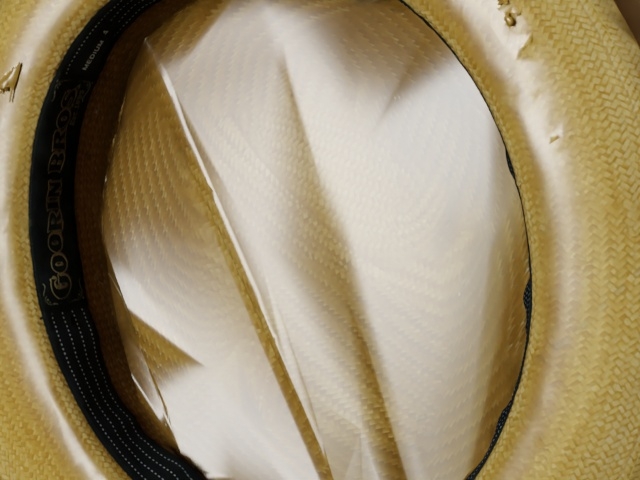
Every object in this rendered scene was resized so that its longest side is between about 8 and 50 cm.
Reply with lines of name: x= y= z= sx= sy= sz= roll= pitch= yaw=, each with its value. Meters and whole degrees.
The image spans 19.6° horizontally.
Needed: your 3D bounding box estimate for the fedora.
fedora: x=0.000 y=0.000 z=0.428 sx=0.194 sy=0.079 sz=0.194 roll=1 pitch=94 yaw=21
